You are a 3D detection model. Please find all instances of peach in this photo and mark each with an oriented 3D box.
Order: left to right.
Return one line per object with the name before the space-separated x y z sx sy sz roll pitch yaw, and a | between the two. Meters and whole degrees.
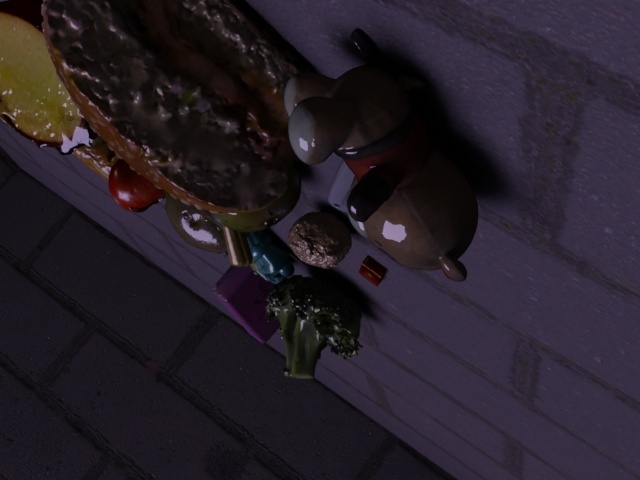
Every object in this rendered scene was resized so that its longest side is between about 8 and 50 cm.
peach | -0.543 -0.348 1.683 0.362 0.201 0.257 30 121 7

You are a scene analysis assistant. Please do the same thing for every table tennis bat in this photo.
table tennis bat | -0.197 -0.091 1.726 0.199 0.050 0.320 3 117 35

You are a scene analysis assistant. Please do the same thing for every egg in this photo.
egg | 0.000 0.000 1.661 0.140 0.118 0.116 11 132 44

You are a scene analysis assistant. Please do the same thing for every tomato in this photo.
tomato | -0.460 -0.157 2.178 0.151 0.187 0.187 53 163 -5

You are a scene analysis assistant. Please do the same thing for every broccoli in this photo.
broccoli | -0.009 0.201 2.084 0.288 0.236 0.259 56 -167 -70

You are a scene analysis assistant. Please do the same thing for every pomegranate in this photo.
pomegranate | -0.143 -0.110 1.563 0.211 0.179 0.179 35 164 18

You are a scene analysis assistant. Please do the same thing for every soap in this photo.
soap | -0.180 0.155 2.410 0.081 0.181 0.259 27 159 38

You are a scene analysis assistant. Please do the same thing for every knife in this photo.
knife | 0.059 -0.101 1.384 0.073 0.040 0.265 27 164 2

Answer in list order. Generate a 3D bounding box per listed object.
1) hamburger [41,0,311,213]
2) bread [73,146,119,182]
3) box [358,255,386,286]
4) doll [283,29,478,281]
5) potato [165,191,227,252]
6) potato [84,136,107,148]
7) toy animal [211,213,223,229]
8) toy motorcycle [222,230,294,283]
hamburger | -0.214 -0.224 1.258 0.445 0.268 0.287 41 169 -12
bread | -0.625 -0.279 2.279 0.294 0.132 0.167 38 166 1
box | 0.109 0.065 1.772 0.052 0.023 0.082 36 165 8
doll | 0.092 -0.099 1.092 0.330 0.174 0.235 53 -170 -34
potato | -0.271 -0.068 1.988 0.235 0.160 0.178 49 158 16
potato | -0.591 -0.328 2.027 0.228 0.148 0.197 38 152 -1
toy animal | -0.225 -0.124 1.819 0.251 0.127 0.125 43 168 -2
toy motorcycle | -0.160 0.032 2.152 0.198 0.109 0.296 24 160 36
